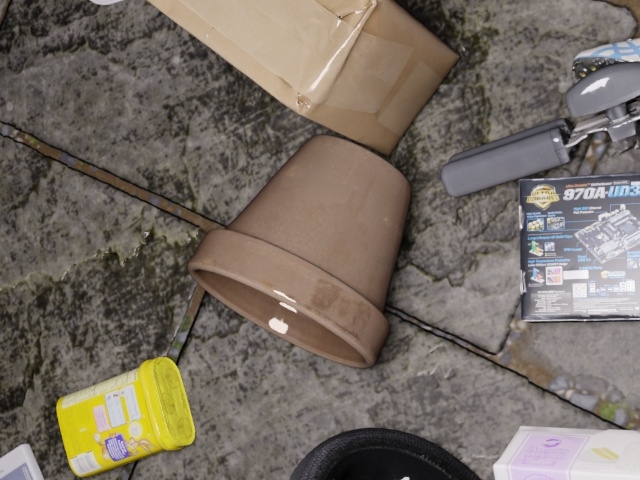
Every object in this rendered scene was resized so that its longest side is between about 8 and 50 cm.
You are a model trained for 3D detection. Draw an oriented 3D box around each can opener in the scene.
[{"bbox_3d":[0.270,-0.138,1.505,0.283,0.076,0.095,-18,104,26],"label":"can opener"}]

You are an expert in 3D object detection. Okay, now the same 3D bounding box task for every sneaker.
[{"bbox_3d":[0.417,-0.220,1.479,0.237,0.085,0.086,-3,57,26],"label":"sneaker"}]

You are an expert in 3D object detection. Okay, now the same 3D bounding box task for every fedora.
[{"bbox_3d":[0.085,0.392,1.484,0.334,0.334,0.152,55,139,19],"label":"fedora"}]

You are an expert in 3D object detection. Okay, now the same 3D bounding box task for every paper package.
[{"bbox_3d":[-0.025,-0.269,1.534,0.309,0.325,0.168,39,100,22],"label":"paper package"}]

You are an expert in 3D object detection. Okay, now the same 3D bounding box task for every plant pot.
[{"bbox_3d":[0.000,0.000,1.553,0.263,0.263,0.229,23,77,24],"label":"plant pot"}]

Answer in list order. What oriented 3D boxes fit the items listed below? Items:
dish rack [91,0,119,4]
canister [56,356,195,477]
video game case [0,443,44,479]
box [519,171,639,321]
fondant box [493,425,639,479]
[{"bbox_3d":[-0.233,-0.509,1.792,0.332,0.072,0.286,-12,80,23],"label":"dish rack"},{"bbox_3d":[-0.270,0.245,1.719,0.169,0.073,0.126,-22,76,21],"label":"canister"},{"bbox_3d":[-0.454,0.424,1.804,0.183,0.023,0.201,-33,73,17],"label":"video game case"},{"bbox_3d":[0.347,0.010,1.490,0.220,0.051,0.175,-3,82,23],"label":"box"},{"bbox_3d":[0.335,0.367,1.340,0.238,0.096,0.330,-2,110,32],"label":"fondant box"}]
